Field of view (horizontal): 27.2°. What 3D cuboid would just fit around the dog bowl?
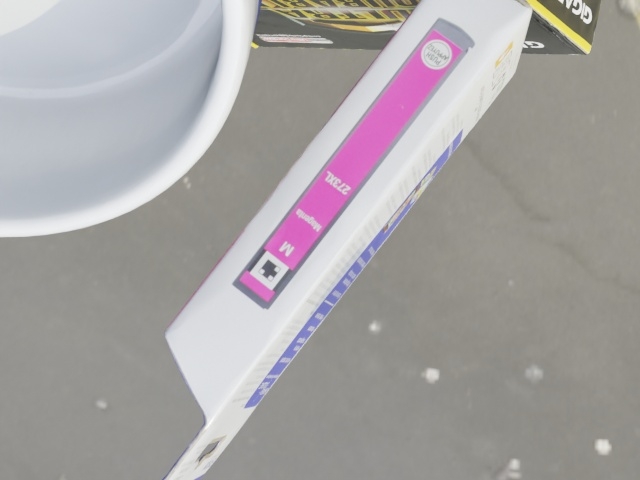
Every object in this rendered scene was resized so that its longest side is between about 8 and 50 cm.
[{"bbox_3d":[-0.152,-0.130,0.546,0.265,0.104,0.265,5,134,5],"label":"dog bowl"}]

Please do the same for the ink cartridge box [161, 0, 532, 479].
[{"bbox_3d":[0.000,0.000,0.855,0.069,0.176,0.371,35,89,7],"label":"ink cartridge box"}]

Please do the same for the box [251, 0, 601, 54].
[{"bbox_3d":[0.005,-0.211,0.956,0.322,0.079,0.257,7,170,36],"label":"box"}]
